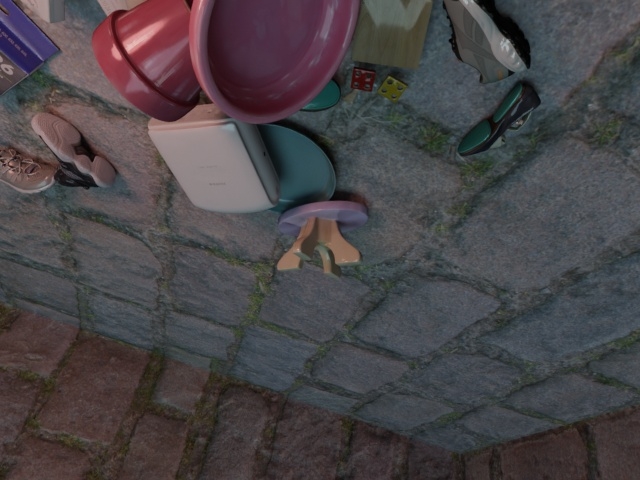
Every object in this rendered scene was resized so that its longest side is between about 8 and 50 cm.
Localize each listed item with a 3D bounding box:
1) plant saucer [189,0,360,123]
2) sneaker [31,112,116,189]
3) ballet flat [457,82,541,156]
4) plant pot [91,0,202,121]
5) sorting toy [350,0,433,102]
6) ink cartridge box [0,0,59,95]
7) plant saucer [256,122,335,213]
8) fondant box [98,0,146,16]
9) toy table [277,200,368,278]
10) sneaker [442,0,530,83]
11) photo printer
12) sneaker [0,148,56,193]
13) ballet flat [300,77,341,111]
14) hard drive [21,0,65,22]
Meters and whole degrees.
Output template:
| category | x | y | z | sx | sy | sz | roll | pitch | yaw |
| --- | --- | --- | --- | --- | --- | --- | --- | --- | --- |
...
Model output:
| category | x | y | z | sx | sy | sz | roll | pitch | yaw |
| --- | --- | --- | --- | --- | --- | --- | --- | --- | --- |
| plant saucer | -0.077 | -0.359 | 0.733 | 0.084 | 0.332 | 0.332 | 44 | 151 | 26 |
| sneaker | -0.748 | -0.242 | 1.293 | 0.153 | 0.101 | 0.268 | -11 | 138 | 26 |
| ballet flat | 0.382 | -0.240 | 0.943 | 0.074 | 0.074 | 0.203 | 25 | 139 | -12 |
| plant pot | -0.262 | -0.344 | 0.791 | 0.180 | 0.201 | 0.201 | -27 | 127 | 23 |
| sorting toy | 0.133 | -0.398 | 0.844 | 0.133 | 0.046 | 0.274 | 11 | 142 | 6 |
| ink cartridge box | -0.833 | -0.498 | 1.034 | 0.308 | 0.072 | 0.303 | -11 | 135 | 33 |
| plant saucer | -0.111 | -0.191 | 1.191 | 0.318 | 0.043 | 0.317 | 10 | 142 | 8 |
| fondant box | -0.251 | -0.461 | 0.858 | 0.331 | 0.096 | 0.238 | -2 | 139 | 20 |
| toy table | 0.000 | 0.000 | 1.256 | 0.275 | 0.160 | 0.252 | -14 | 153 | 35 |
| sneaker | 0.263 | -0.381 | 0.783 | 0.272 | 0.100 | 0.108 | 38 | 142 | -27 |
| photo printer | -0.250 | -0.189 | 1.119 | 0.256 | 0.107 | 0.307 | 1 | 140 | 18 |
| sneaker | -0.956 | -0.226 | 1.383 | 0.282 | 0.105 | 0.115 | 10 | 142 | 7 |
| ballet flat | -0.099 | -0.334 | 0.952 | 0.281 | 0.096 | 0.095 | 2 | 112 | -10 |
| hard drive | -0.543 | -0.603 | 0.762 | 0.233 | 0.047 | 0.353 | 41 | 140 | 1 |
